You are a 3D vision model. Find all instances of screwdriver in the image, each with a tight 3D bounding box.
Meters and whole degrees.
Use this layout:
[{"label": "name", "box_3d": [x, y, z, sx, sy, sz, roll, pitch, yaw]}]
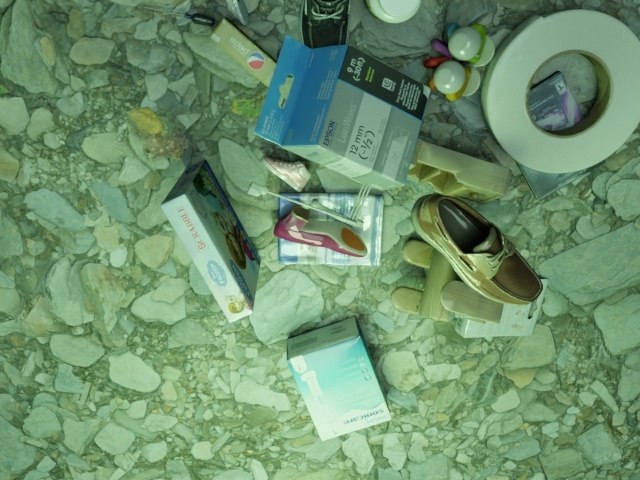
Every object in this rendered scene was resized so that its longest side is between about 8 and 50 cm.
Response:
[{"label": "screwdriver", "box_3d": [-0.333, -0.534, 1.471, 0.170, 0.024, 0.025, 15, 139, -5]}]

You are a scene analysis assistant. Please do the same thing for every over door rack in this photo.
[{"label": "over door rack", "box_3d": [0.001, -0.190, 1.543, 0.325, 0.108, 0.239, 17, 103, -24]}]

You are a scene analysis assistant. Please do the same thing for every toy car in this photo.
[{"label": "toy car", "box_3d": [0.315, -0.430, 1.478, 0.136, 0.159, 0.181, 33, 114, 26]}]

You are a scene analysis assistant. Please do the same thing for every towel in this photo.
[{"label": "towel", "box_3d": [0.027, -0.026, 1.671, 0.285, 0.034, 0.209, 2, 110, -2]}]

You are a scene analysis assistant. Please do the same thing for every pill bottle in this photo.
[{"label": "pill bottle", "box_3d": [0.160, -0.542, 1.379, 0.118, 0.208, 0.117, 0, 111, -1]}]

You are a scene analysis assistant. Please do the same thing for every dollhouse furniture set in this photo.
[{"label": "dollhouse furniture set", "box_3d": [0.276, -0.010, 1.524, 0.257, 0.362, 0.393, 16, 82, -9]}]

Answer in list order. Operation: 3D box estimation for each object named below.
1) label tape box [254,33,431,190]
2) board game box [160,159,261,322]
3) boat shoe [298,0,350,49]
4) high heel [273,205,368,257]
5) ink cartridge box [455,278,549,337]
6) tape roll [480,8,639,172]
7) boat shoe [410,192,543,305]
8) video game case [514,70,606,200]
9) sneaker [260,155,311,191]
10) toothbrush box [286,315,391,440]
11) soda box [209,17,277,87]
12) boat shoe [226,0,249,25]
[{"label": "label tape box", "box_3d": [0.057, -0.292, 1.411, 0.348, 0.115, 0.249, 21, 79, -25]}, {"label": "board game box", "box_3d": [-0.251, -0.011, 1.518, 0.066, 0.318, 0.318, -24, 110, 7]}, {"label": "boat shoe", "box_3d": [0.008, -0.541, 1.424, 0.121, 0.119, 0.334, -2, 112, -1]}, {"label": "high heel", "box_3d": [0.000, 0.000, 1.638, 0.244, 0.082, 0.117, 23, 139, -21]}, {"label": "ink cartridge box", "box_3d": [0.510, 0.181, 1.766, 0.233, 0.066, 0.188, 0, 113, -24]}, {"label": "tape roll", "box_3d": [0.587, -0.357, 1.511, 0.393, 0.072, 0.391, 0, 112, -1]}, {"label": "boat shoe", "box_3d": [0.329, 0.022, 1.284, 0.324, 0.116, 0.123, 36, 77, -5]}, {"label": "video game case", "box_3d": [0.581, -0.261, 1.598, 0.196, 0.026, 0.274, -32, 108, 11]}, {"label": "sneaker", "box_3d": [-0.083, -0.189, 1.597, 0.134, 0.051, 0.070, 37, 104, -18]}, {"label": "toothbrush box", "box_3d": [0.053, 0.395, 1.785, 0.217, 0.126, 0.295, -20, 110, 5]}, {"label": "soda box", "box_3d": [-0.172, -0.446, 1.487, 0.181, 0.061, 0.058, 39, 105, -15]}, {"label": "boat shoe", "box_3d": [-0.202, -0.549, 1.465, 0.035, 0.035, 0.100, -12, 118, 32]}]
